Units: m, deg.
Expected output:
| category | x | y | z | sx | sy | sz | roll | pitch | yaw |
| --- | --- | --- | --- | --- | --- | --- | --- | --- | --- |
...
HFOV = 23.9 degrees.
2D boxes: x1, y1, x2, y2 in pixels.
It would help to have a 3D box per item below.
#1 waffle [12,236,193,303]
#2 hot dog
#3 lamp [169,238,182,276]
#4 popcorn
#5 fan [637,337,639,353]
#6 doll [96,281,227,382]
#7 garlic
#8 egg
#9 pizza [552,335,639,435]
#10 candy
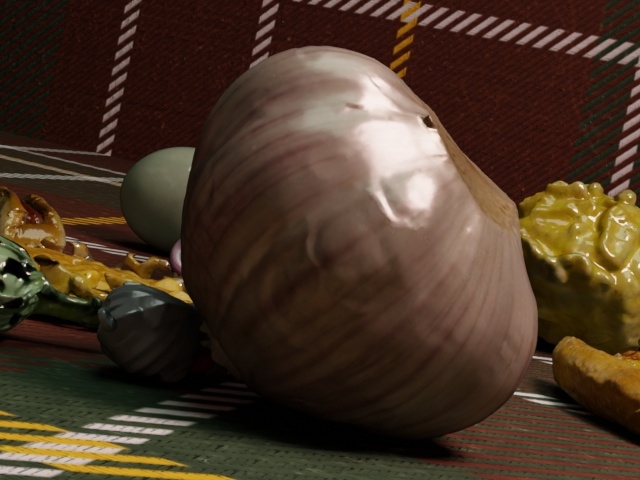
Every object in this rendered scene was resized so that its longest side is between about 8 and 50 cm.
| category | x | y | z | sx | sy | sz | roll | pitch | yaw |
| --- | --- | --- | --- | --- | --- | --- | --- | --- | --- |
| waffle | -0.234 | 0.035 | 1.465 | 0.280 | 0.060 | 0.262 | 10 | 5 | -23 |
| hot dog | -0.352 | -0.020 | 1.750 | 0.084 | 0.073 | 0.242 | 15 | 4 | -22 |
| lamp | 0.000 | 0.000 | 1.764 | 0.301 | 0.247 | 0.247 | 21 | -23 | 18 |
| popcorn | 0.318 | 0.048 | 1.897 | 0.249 | 0.249 | 0.225 | 15 | 35 | 31 |
| fan | 0.458 | 0.146 | 1.619 | 0.244 | 0.130 | 0.074 | 28 | 14 | 18 |
| doll | -0.121 | 0.075 | 1.221 | 0.079 | 0.094 | 0.180 | -36 | -24 | 25 |
| garlic | 0.017 | 0.010 | 1.188 | 0.317 | 0.259 | 0.317 | 44 | 7 | -7 |
| egg | -0.185 | -0.053 | 2.057 | 0.192 | 0.149 | 0.149 | 11 | 4 | 33 |
| pizza | 0.379 | 0.153 | 1.520 | 0.288 | 0.075 | 0.280 | 10 | 6 | -20 |
| candy | -0.186 | 0.069 | 1.259 | 0.305 | 0.083 | 0.091 | 20 | 41 | -22 |
